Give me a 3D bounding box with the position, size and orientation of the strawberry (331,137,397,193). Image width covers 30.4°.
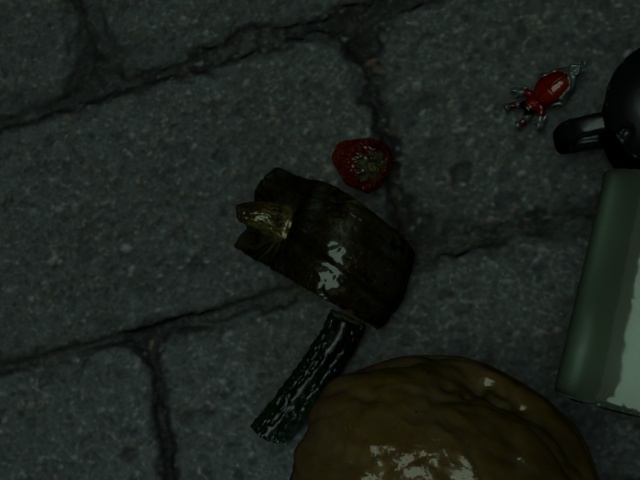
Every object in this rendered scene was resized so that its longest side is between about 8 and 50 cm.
[{"bbox_3d":[0.050,-0.098,1.485,0.083,0.073,0.073,25,90,54],"label":"strawberry"}]

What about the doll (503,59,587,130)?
[{"bbox_3d":[0.280,-0.180,1.438,0.114,0.039,0.057,-36,47,17],"label":"doll"}]

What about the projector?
[{"bbox_3d":[0.405,0.080,1.247,0.248,0.248,0.249,13,86,24],"label":"projector"}]

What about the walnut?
[{"bbox_3d":[0.141,0.275,1.280,0.344,0.306,0.306,29,91,11],"label":"walnut"}]

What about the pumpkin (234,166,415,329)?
[{"bbox_3d":[-0.005,-0.003,1.448,0.248,0.126,0.131,27,88,18],"label":"pumpkin"}]

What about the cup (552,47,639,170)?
[{"bbox_3d":[0.374,-0.133,1.333,0.223,0.176,0.169,-10,83,14],"label":"cup"}]

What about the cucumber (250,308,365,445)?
[{"bbox_3d":[-0.012,0.171,1.465,0.058,0.058,0.187,36,91,18],"label":"cucumber"}]
